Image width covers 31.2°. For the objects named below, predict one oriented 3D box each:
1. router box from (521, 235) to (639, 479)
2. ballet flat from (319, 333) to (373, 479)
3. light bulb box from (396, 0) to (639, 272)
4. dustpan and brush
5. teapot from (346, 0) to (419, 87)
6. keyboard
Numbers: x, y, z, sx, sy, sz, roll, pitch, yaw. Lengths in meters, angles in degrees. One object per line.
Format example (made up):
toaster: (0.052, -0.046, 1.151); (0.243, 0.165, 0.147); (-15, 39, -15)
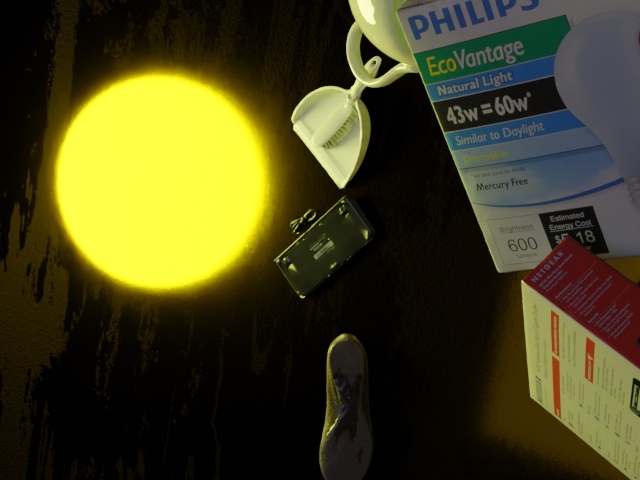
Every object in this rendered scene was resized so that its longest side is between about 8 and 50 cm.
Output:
router box: (0.381, 0.185, 1.353); (0.082, 0.335, 0.301); (-42, 61, -14)
ballet flat: (0.039, 0.264, 1.772); (0.084, 0.058, 0.250); (-1, 101, 1)
light bulb box: (0.337, -0.186, 1.331); (0.358, 0.225, 0.361); (-10, 115, 36)
dustpan and brush: (0.038, -0.196, 1.722); (0.211, 0.060, 0.147); (-49, 67, 28)
teapot: (0.126, -0.364, 1.553); (0.256, 0.252, 0.187); (-40, 45, -10)
keyboard: (0.000, 0.000, 1.793); (0.180, 0.023, 0.108); (-42, 77, 30)
